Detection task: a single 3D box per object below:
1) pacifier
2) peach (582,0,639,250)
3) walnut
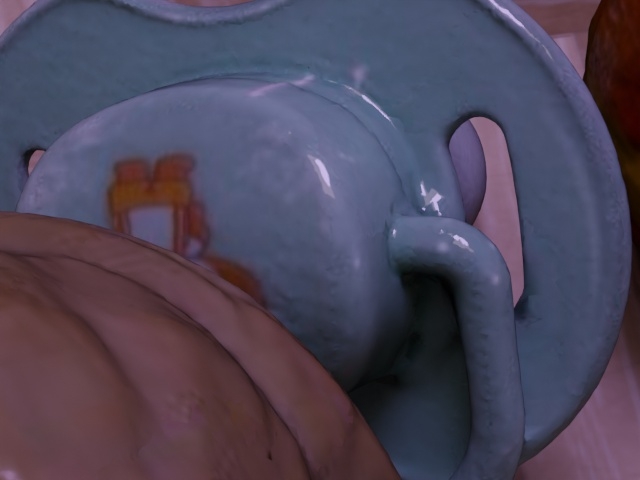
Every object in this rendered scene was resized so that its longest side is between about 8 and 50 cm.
[{"bbox_3d":[0.000,0.000,0.935,0.343,0.288,0.269,1,13,30],"label":"pacifier"},{"bbox_3d":[0.292,-0.082,0.919,0.332,0.308,0.308,20,52,-1],"label":"peach"},{"bbox_3d":[-0.130,0.162,0.670,0.381,0.381,0.381,-2,50,3],"label":"walnut"}]
